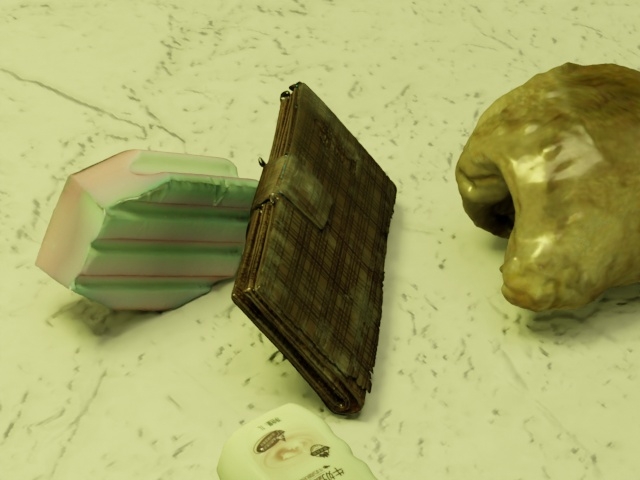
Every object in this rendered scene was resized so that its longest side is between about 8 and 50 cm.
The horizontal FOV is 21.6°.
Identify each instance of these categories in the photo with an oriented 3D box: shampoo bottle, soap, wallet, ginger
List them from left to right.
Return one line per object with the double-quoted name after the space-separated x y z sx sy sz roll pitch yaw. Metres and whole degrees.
-0.114 -0.006 1.107 0.056 0.100 0.149 34 20 35 "soap"
0.000 0.000 1.123 0.042 0.124 0.230 -27 30 29 "wallet"
0.010 0.160 0.973 0.077 0.045 0.152 -23 50 -33 "shampoo bottle"
0.233 -0.025 1.177 0.275 0.130 0.221 -26 59 -28 "ginger"
